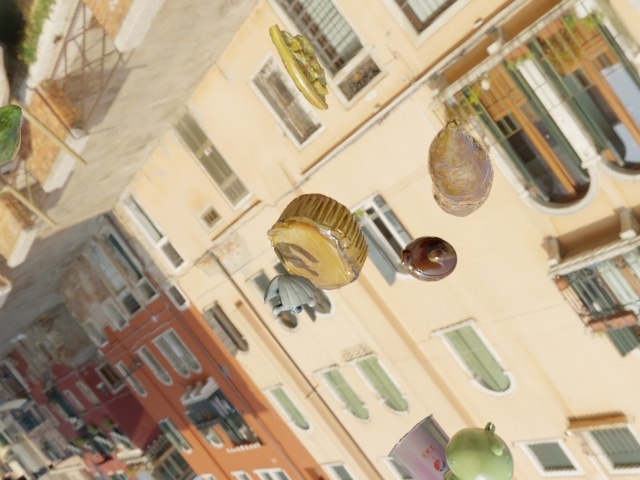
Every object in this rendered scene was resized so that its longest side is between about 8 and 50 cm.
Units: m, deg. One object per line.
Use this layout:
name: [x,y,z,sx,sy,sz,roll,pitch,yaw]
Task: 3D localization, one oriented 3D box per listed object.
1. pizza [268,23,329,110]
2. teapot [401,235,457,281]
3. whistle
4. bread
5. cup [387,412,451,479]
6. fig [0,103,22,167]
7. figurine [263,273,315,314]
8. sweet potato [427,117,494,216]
pizza: [-0.026,-0.296,0.904,0.036,0.160,0.099,-18,-154,33]
teapot: [0.227,0.036,1.120,0.129,0.098,0.078,2,169,-11]
whistle: [0.313,0.507,1.089,0.141,0.294,0.141,6,-170,-1]
bread: [0.001,0.000,1.065,0.199,0.199,0.104,-32,-158,49]
cup: [0.373,0.704,1.633,0.203,0.288,0.203,-33,150,-22]
fig: [-0.765,-0.257,1.282,0.156,0.123,0.123,-46,-174,-8]
figurine: [-0.058,0.104,1.000,0.094,0.086,0.082,-46,161,-42]
sweet potato: [0.274,-0.139,1.043,0.131,0.131,0.337,-36,162,5]
